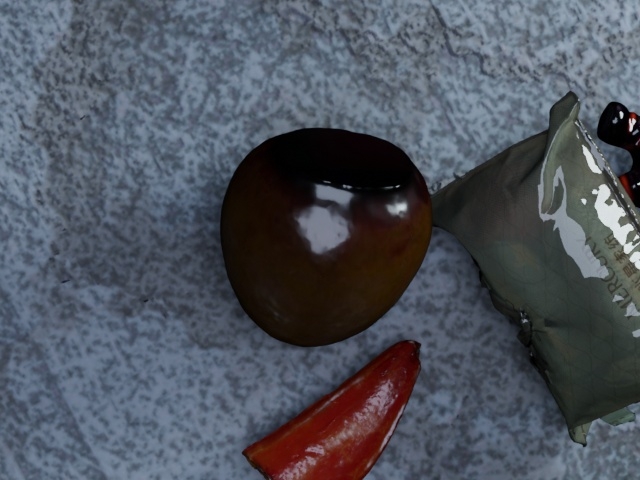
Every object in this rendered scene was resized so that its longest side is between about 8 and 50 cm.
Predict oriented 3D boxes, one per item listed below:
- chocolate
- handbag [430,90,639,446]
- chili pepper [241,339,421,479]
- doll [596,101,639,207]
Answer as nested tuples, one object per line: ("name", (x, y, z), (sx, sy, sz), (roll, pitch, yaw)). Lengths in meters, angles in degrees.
("chocolate", (0.000, 0.000, 1.510), (0.176, 0.177, 0.177), (0, 93, -9))
("handbag", (0.198, 0.034, 1.549), (0.182, 0.117, 0.270), (-28, 101, 34))
("chili pepper", (0.023, 0.143, 1.562), (0.169, 0.065, 0.088), (-46, 115, -10))
("doll", (0.337, -0.032, 1.589), (0.248, 0.088, 0.127), (21, 118, -4))
